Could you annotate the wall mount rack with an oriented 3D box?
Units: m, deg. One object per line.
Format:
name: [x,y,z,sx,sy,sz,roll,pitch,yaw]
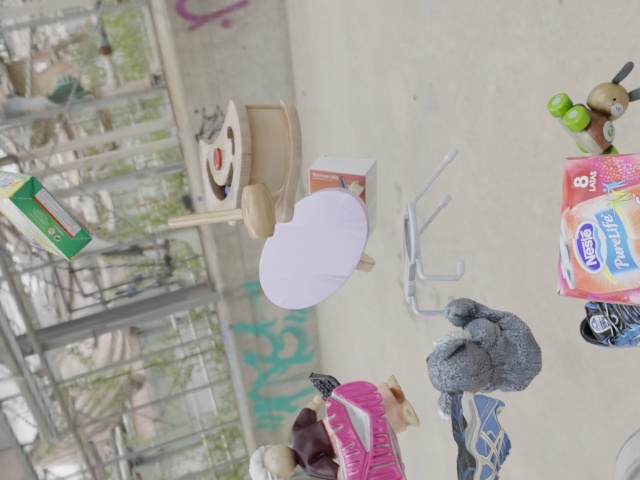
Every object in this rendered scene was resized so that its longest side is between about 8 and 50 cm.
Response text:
wall mount rack: [0.241,-0.013,1.573,0.350,0.130,0.304,81,-173,-64]

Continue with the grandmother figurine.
grandmother figurine: [0.016,0.388,1.444,0.104,0.342,0.208,65,175,-32]

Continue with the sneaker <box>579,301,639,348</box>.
sneaker: [0.576,0.143,1.326,0.330,0.147,0.130,100,157,-69]

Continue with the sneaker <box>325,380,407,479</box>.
sneaker: [0.076,0.324,0.986,0.111,0.103,0.252,64,-163,-58]

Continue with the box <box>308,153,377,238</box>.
box: [0.050,-0.090,1.589,0.091,0.130,0.171,-55,-32,-54]

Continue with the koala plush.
koala plush: [0.281,0.225,1.356,0.203,0.221,0.196,8,101,41]

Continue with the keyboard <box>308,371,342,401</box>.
keyboard: [0.046,0.311,1.335,0.180,0.023,0.108,50,155,-15]

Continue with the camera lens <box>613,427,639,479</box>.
camera lens: [0.581,0.413,1.141,0.274,0.219,0.219,-3,-104,-70]

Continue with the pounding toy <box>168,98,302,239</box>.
pounding toy: [-0.117,-0.097,0.903,0.269,0.154,0.154,-155,63,-65]

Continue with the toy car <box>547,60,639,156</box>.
toy car: [0.613,-0.281,1.546,0.155,0.188,0.149,39,-163,-30]

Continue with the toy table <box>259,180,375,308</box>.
toy table: [0.000,0.000,1.466,0.252,0.274,0.161,47,-160,-6]

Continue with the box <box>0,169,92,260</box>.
box: [-0.355,-0.034,0.892,0.179,0.043,0.105,9,142,51]

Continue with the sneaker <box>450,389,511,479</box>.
sneaker: [0.250,0.328,1.097,0.080,0.081,0.211,101,172,-59]

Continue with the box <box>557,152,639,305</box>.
box: [0.331,-0.008,0.638,0.128,0.256,0.123,3,92,48]
